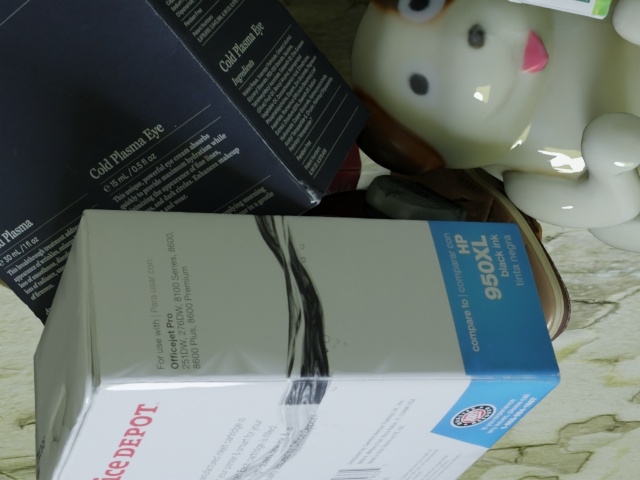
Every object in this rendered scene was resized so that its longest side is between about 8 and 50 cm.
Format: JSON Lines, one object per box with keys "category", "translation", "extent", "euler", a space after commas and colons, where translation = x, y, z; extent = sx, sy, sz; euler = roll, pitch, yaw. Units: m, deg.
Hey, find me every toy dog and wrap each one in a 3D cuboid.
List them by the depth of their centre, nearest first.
{"category": "toy dog", "translation": [0.226, -0.159, 1.322], "extent": [0.408, 0.284, 0.395], "euler": [14, -173, -32]}

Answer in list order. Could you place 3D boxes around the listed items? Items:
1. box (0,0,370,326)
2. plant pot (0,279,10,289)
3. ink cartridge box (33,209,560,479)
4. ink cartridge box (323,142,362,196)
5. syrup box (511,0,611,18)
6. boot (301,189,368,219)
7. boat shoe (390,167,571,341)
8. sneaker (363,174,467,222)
{"category": "box", "translation": [-0.192, -0.117, 1.216], "extent": [0.343, 0.179, 0.312], "euler": [-30, 108, 33]}
{"category": "plant pot", "translation": [-0.272, 0.036, 1.600], "extent": [0.236, 0.032, 0.236], "euler": [7, -170, -1]}
{"category": "ink cartridge box", "translation": [-0.038, 0.114, 1.170], "extent": [0.395, 0.166, 0.285], "euler": [2, 149, -21]}
{"category": "ink cartridge box", "translation": [-0.113, -0.066, 1.504], "extent": [0.283, 0.117, 0.207], "euler": [-1, 148, -11]}
{"category": "syrup box", "translation": [0.205, -0.311, 1.076], "extent": [0.093, 0.096, 0.236], "euler": [7, 109, -22]}
{"category": "boot", "translation": [0.000, 0.000, 1.338], "extent": [0.248, 0.090, 0.207], "euler": [-18, 180, -16]}
{"category": "boat shoe", "translation": [0.199, -0.008, 1.477], "extent": [0.123, 0.342, 0.123], "euler": [6, 120, -31]}
{"category": "sneaker", "translation": [0.075, 0.007, 1.260], "extent": [0.087, 0.130, 0.227], "euler": [28, -176, 10]}
